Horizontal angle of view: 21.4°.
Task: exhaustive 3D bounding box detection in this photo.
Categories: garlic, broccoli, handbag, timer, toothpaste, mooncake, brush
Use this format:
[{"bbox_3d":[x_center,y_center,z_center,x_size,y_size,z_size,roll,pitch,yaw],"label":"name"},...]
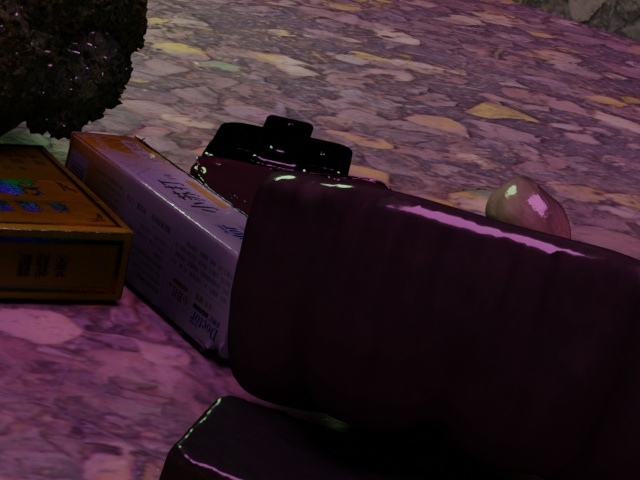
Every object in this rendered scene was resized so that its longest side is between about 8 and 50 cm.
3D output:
[{"bbox_3d":[0.211,-0.025,1.671,0.084,0.066,0.152,11,15,-11],"label":"garlic"},{"bbox_3d":[-0.335,-0.218,1.496,0.321,0.310,0.413,-13,-1,37],"label":"broccoli"},{"bbox_3d":[-0.001,0.003,1.431,0.203,0.074,0.216,4,21,-25],"label":"handbag"},{"bbox_3d":[-0.042,-0.082,1.702,0.144,0.055,0.187,12,17,0],"label":"timer"},{"bbox_3d":[-0.118,-0.002,1.340,0.071,0.089,0.313,7,17,-35],"label":"toothpaste"},{"bbox_3d":[0.087,0.058,1.080,0.306,0.154,0.306,15,-4,1],"label":"mooncake"},{"bbox_3d":[0.009,0.153,0.973,0.197,0.059,0.123,16,18,9],"label":"brush"}]

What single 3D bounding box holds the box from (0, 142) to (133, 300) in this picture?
[{"bbox_3d":[-0.254,-0.020,1.340,0.141,0.064,0.220,2,18,-30],"label":"box"}]
